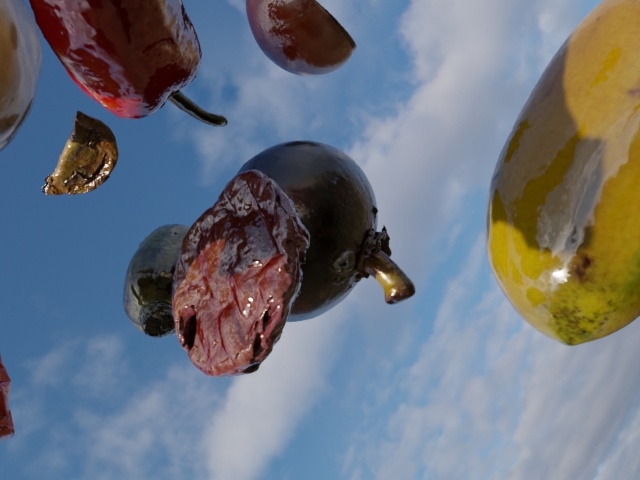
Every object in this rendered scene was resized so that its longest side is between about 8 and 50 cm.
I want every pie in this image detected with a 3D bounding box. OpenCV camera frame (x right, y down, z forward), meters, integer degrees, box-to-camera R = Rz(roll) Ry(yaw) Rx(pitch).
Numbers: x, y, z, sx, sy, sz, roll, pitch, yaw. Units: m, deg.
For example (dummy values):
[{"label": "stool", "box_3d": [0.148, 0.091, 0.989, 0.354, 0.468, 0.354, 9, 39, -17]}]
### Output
[{"label": "pie", "box_3d": [-0.061, 0.026, 0.429, 0.038, 0.153, 0.153, 17, -80, -42]}, {"label": "pie", "box_3d": [-0.387, -0.130, 0.953, 0.088, 0.033, 0.191, 25, -51, -25]}]

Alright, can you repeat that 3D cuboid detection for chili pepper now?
[{"label": "chili pepper", "box_3d": [-0.182, -0.188, 0.540, 0.338, 0.134, 0.131, 90, -172, -58]}]

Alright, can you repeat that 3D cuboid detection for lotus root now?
[{"label": "lotus root", "box_3d": [-0.284, 0.076, 1.088, 0.309, 0.173, 0.173, -78, -3, -64]}]

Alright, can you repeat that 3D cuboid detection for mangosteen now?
[{"label": "mangosteen", "box_3d": [0.000, 0.000, 0.710, 0.235, 0.261, 0.235, -58, -17, -30]}]

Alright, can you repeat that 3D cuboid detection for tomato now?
[{"label": "tomato", "box_3d": [-0.056, -0.361, 0.990, 0.112, 0.228, 0.199, -52, -39, 4]}]

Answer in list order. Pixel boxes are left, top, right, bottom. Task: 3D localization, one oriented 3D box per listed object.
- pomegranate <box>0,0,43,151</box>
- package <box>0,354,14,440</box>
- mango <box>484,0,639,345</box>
[{"label": "pomegranate", "box_3d": [-0.522, -0.203, 0.650, 0.411, 0.411, 0.411, -28, -47, -35]}, {"label": "package", "box_3d": [-0.561, 0.164, 0.821, 0.196, 0.423, 0.123, -13, -48, -30]}, {"label": "mango", "box_3d": [0.240, -0.069, 0.449, 0.173, 0.211, 0.317, 35, -92, -14]}]
